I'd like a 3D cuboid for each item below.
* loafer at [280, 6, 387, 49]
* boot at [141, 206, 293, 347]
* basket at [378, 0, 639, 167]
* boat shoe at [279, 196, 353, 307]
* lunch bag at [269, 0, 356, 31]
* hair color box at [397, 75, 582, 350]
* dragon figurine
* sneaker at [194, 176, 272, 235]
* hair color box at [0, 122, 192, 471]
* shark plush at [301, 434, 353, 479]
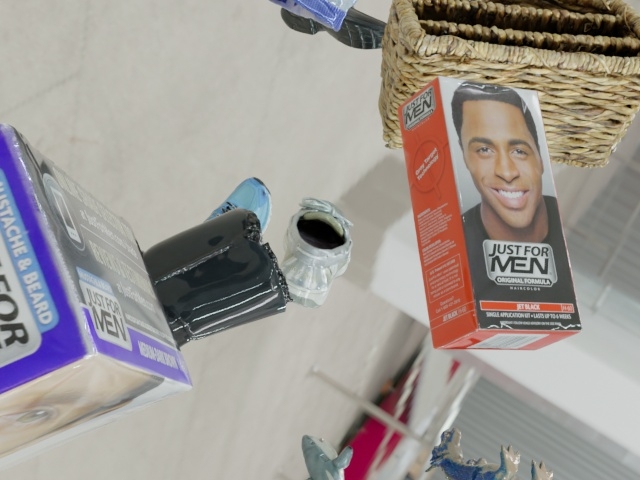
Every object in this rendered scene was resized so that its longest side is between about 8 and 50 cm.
[{"bbox_3d":[0.029,-0.315,1.620,0.061,0.170,0.062,-59,159,-25],"label":"loafer"},{"bbox_3d":[-0.166,0.020,1.204,0.207,0.246,0.094,-26,143,-17],"label":"boot"},{"bbox_3d":[0.229,-0.235,1.355,0.223,0.299,0.214,102,-8,-63],"label":"basket"},{"bbox_3d":[-0.003,-0.001,1.856,0.320,0.118,0.103,-62,176,-67],"label":"boat shoe"},{"bbox_3d":[-0.027,-0.390,1.041,0.328,0.238,0.385,-56,-164,8],"label":"lunch bag"},{"bbox_3d":[0.090,-0.014,0.627,0.072,0.141,0.043,3,159,-30],"label":"hair color box"},{"bbox_3d":[0.178,0.318,1.256,0.144,0.085,0.289,-46,-153,39],"label":"dragon figurine"},{"bbox_3d":[-0.120,-0.008,1.424,0.162,0.063,0.073,-55,163,6],"label":"sneaker"},{"bbox_3d":[-0.244,0.082,0.516,0.338,0.110,0.185,-25,168,0],"label":"hair color box"},{"bbox_3d":[-0.006,0.360,1.673,0.073,0.067,0.161,132,-26,-57],"label":"shark plush"}]
